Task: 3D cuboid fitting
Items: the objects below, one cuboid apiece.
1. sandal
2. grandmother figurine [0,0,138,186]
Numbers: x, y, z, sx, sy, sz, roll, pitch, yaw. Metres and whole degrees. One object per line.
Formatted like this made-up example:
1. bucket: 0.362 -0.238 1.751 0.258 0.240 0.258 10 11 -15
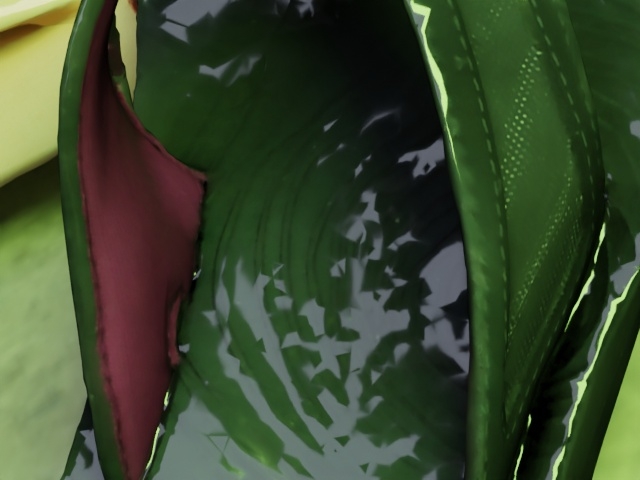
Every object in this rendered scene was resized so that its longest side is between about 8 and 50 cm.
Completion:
1. sandal: 0.002 0.001 0.446 0.167 0.107 0.446 0 68 21
2. grandmother figurine: -0.053 -0.086 0.613 0.342 0.104 0.208 -25 56 14
